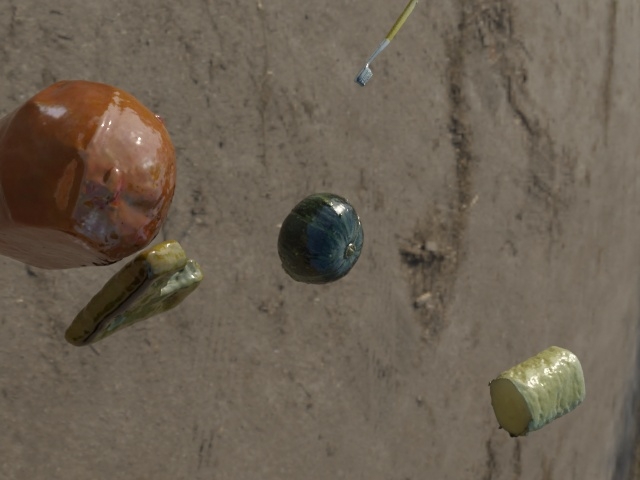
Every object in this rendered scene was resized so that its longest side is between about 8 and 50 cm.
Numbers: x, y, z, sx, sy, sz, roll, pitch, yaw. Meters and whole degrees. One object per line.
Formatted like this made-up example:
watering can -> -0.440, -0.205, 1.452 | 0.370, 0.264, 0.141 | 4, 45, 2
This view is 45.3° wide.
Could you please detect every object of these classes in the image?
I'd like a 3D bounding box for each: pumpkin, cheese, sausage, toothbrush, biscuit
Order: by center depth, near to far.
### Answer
sausage -> -0.225, -0.051, 0.685 | 0.153, 0.268, 0.141 | 24, 73, -33
biscuit -> -0.185, 0.048, 0.867 | 0.039, 0.174, 0.183 | 52, 28, 8
cheese -> 0.393, 0.271, 1.379 | 0.167, 0.094, 0.123 | -17, 91, -33
pumpkin -> 0.000, -0.001, 1.482 | 0.190, 0.146, 0.190 | -17, 116, -40
toothbrush -> 0.149, -0.425, 1.579 | 0.024, 0.021, 0.288 | 40, 69, -18
